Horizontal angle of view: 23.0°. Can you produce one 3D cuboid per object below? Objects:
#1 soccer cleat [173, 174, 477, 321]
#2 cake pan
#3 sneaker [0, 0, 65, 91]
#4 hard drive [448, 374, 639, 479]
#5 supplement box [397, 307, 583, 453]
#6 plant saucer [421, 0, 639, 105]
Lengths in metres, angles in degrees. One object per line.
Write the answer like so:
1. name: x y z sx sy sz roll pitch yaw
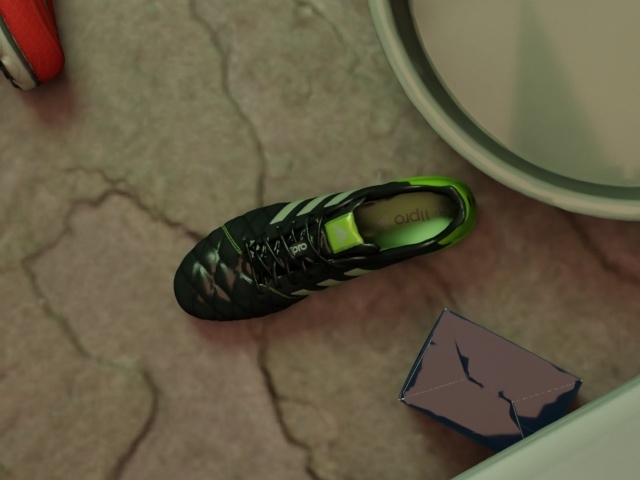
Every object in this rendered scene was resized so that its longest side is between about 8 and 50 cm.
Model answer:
1. soccer cleat: 0.000 0.000 0.874 0.179 0.072 0.060 -18 86 3
2. cake pan: 0.169 -0.155 0.841 0.293 0.054 0.293 0 87 4
3. sneaker: -0.170 -0.226 0.888 0.118 0.107 0.279 -11 88 -6
4. hard drive: 0.186 0.186 0.774 0.353 0.047 0.233 -23 85 -30
5. supplement box: 0.091 0.080 0.857 0.083 0.083 0.056 28 89 5
6. plant saucer: 0.161 -0.196 0.891 0.277 0.041 0.278 0 87 5
